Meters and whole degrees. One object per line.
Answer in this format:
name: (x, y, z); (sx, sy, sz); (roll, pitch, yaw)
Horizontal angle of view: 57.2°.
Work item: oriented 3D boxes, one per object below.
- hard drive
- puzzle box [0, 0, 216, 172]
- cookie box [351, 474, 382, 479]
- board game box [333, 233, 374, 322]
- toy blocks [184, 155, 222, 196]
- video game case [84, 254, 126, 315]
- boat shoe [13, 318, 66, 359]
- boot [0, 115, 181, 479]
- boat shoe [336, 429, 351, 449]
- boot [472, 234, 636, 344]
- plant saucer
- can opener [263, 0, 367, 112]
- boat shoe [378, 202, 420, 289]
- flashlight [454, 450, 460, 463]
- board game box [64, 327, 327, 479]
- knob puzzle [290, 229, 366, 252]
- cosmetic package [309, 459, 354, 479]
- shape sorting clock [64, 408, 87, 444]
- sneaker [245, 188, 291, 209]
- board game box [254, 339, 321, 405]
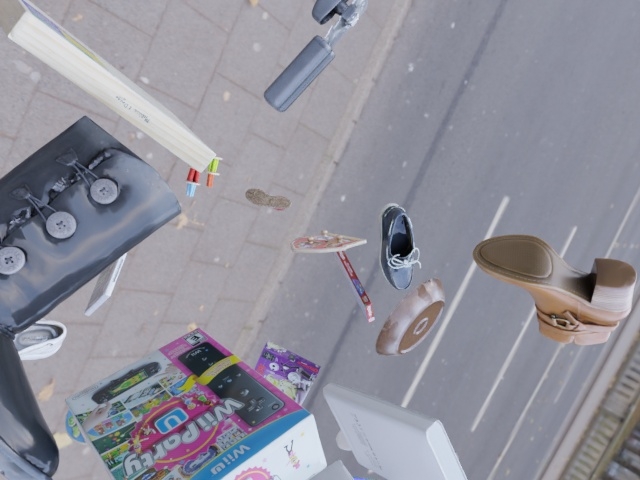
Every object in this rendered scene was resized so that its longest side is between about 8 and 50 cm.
hard drive: (0.137, 0.382, 1.094); (0.040, 0.307, 0.203); (-34, 108, -28)
puzzle box: (-0.401, -0.297, 1.093); (0.052, 0.272, 0.409); (-50, 134, 3)
cookie box: (0.091, 0.564, 1.276); (0.107, 0.040, 0.092); (15, 76, -16)
board game box: (0.103, 0.125, 1.934); (0.027, 0.281, 0.145); (-24, 151, -5)
toy blocks: (-0.379, -0.205, 1.880); (0.054, 0.123, 0.148); (-1, 107, -58)
video game case: (-0.658, 0.125, 1.800); (0.022, 0.190, 0.173); (29, 50, -25)
boat shoe: (-0.593, 0.173, 1.032); (0.277, 0.098, 0.096); (-5, 162, -40)
boot: (-0.376, 0.075, 0.859); (0.367, 0.146, 0.445); (48, 56, -9)
boat shoe: (0.126, 0.479, 1.498); (0.184, 0.066, 0.063); (-37, 151, 13)
boot: (0.428, 0.100, 1.108); (0.220, 0.283, 0.109); (75, 28, -51)
plant saucer: (0.193, 0.166, 1.193); (0.198, 0.036, 0.199); (-34, 147, -27)
can opener: (-0.019, -0.390, 1.170); (0.283, 0.095, 0.076); (-46, 173, 8)
boat shoe: (0.210, 0.027, 1.537); (0.095, 0.079, 0.255); (-12, 116, -15)
flashlight: (0.404, 0.784, 1.734); (0.103, 0.304, 0.103); (-32, 138, 32)
board game box: (-0.174, 0.254, 0.781); (0.224, 0.303, 0.098); (-28, 121, -30)
knob puzzle: (0.000, 0.000, 1.628); (0.213, 0.213, 0.030); (-18, 110, -47)
cosmetic package: (0.011, 0.433, 0.809); (0.107, 0.127, 0.238); (-21, 136, -24)
shape sorting clock: (-0.642, 0.499, 1.710); (0.206, 0.206, 0.040); (-40, 144, -29)
sneaker: (-0.132, -0.103, 1.499); (0.067, 0.118, 0.042); (-118, -137, -89)
board game box: (-0.151, 0.523, 2.078); (0.056, 0.208, 0.347); (-53, 169, -54)
